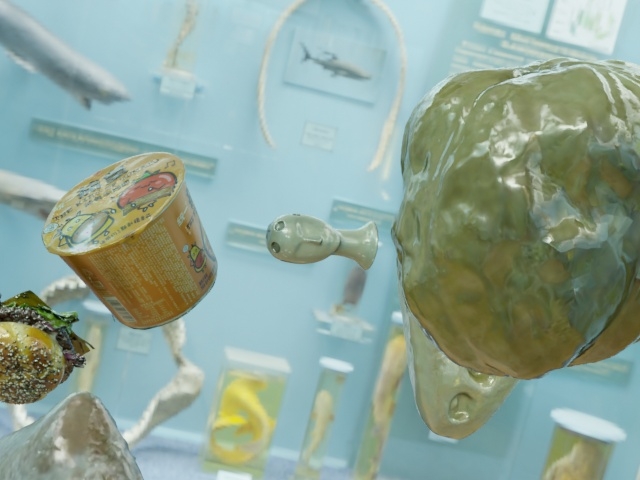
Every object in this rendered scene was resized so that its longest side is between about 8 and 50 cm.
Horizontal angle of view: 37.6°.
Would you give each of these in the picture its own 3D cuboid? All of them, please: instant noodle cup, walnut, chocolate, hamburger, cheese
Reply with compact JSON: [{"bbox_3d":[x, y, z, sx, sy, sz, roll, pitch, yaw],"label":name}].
[{"bbox_3d":[-0.249,0.007,1.300,0.215,0.172,0.216,-17,35,12],"label":"instant noodle cup"},{"bbox_3d":[0.200,-0.025,0.828,0.253,0.277,0.282,-4,3,27],"label":"walnut"},{"bbox_3d":[-0.312,0.296,0.989,0.185,0.303,0.100,58,32,2],"label":"chocolate"},{"bbox_3d":[-0.414,0.156,1.301,0.164,0.189,0.093,39,23,-27],"label":"hamburger"},{"bbox_3d":[0.313,0.198,1.712,0.350,0.329,0.129,0,2,-13],"label":"cheese"}]

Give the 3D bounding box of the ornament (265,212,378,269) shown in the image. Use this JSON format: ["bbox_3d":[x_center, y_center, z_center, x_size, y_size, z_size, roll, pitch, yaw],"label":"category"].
[{"bbox_3d":[0.000,0.000,1.333,0.156,0.075,0.081,7,2,-20],"label":"ornament"}]
